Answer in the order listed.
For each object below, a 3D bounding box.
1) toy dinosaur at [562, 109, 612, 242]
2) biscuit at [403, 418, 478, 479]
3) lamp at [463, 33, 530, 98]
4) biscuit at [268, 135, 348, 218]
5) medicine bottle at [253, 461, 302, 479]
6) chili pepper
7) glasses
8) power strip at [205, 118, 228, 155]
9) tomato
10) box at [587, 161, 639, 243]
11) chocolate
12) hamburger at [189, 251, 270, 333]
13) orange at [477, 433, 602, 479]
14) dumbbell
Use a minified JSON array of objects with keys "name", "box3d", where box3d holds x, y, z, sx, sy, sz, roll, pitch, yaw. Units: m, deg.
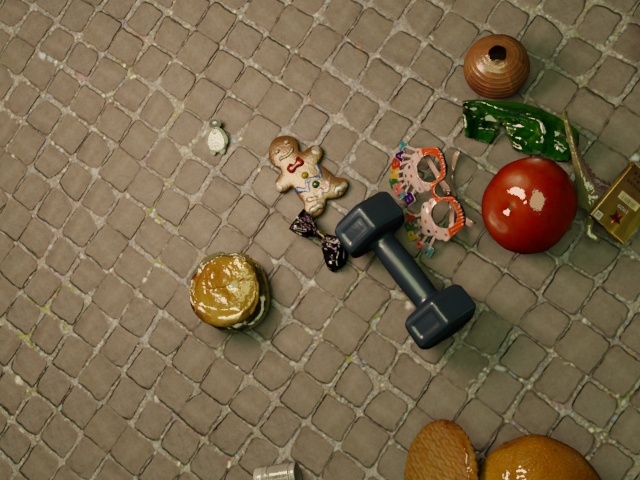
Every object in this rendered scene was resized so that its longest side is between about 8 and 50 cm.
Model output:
[{"name":"toy dinosaur","box3d":[0.541,-0.110,1.630,0.251,0.072,0.200,31,101,8]},{"name":"biscuit","box3d":[0.231,0.469,1.578,0.035,0.254,0.254,11,84,-21]},{"name":"lamp","box3d":[0.364,-0.359,1.696,0.136,0.136,0.136,-2,82,14]},{"name":"biscuit","box3d":[-0.043,-0.151,1.821,0.138,0.031,0.205,-40,74,6]},{"name":"medicine bottle","box3d":[-0.090,0.501,1.728,0.091,0.058,0.058,-12,80,12]},{"name":"chili pepper","box3d":[0.410,-0.233,1.694,0.253,0.083,0.099,18,99,18]},{"name":"glasses","box3d":[0.232,-0.098,1.732,0.162,0.095,0.255,-23,78,38]},{"name":"power strip","box3d":[-0.237,-0.238,1.883,0.055,0.035,0.083,-5,95,13]},{"name":"tomato","box3d":[0.407,-0.068,1.620,0.195,0.136,0.195,8,102,45]},{"name":"box","box3d":[0.593,-0.073,1.588,0.090,0.023,0.133,39,90,-5]},{"name":"chocolate","box3d":[0.002,-0.003,1.776,0.147,0.070,0.072,41,121,-6]},{"name":"hamburger","box3d":[-0.196,0.106,1.788,0.177,0.113,0.185,-47,67,10]},{"name":"orange","box3d":[0.401,0.489,1.512,0.264,0.264,0.264,-2,82,14]},{"name":"dumbbell","box3d":[0.172,0.061,1.673,0.160,0.144,0.325,-29,73,-28]}]
